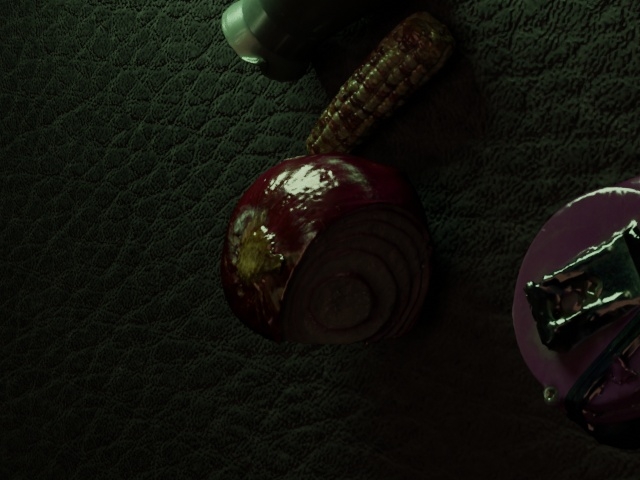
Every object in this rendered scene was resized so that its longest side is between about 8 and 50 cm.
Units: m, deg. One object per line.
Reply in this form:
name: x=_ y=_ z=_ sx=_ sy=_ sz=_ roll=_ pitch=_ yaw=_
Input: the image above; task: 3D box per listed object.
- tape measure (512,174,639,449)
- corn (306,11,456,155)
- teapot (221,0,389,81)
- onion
tape measure: x=0.297 y=0.055 z=0.910 sx=0.245 sy=0.149 sz=0.232 roll=-44 pitch=44 yaw=33
corn: x=0.066 y=-0.177 z=1.202 sx=0.237 sy=0.079 sz=0.079 roll=-44 pitch=61 yaw=36
teapot: x=-0.008 y=-0.323 z=1.226 sx=0.225 sy=0.171 sz=0.203 roll=-41 pitch=31 yaw=39
onion: x=-0.003 y=-0.003 z=1.136 sx=0.207 sy=0.216 sz=0.206 roll=29 pitch=107 yaw=45
